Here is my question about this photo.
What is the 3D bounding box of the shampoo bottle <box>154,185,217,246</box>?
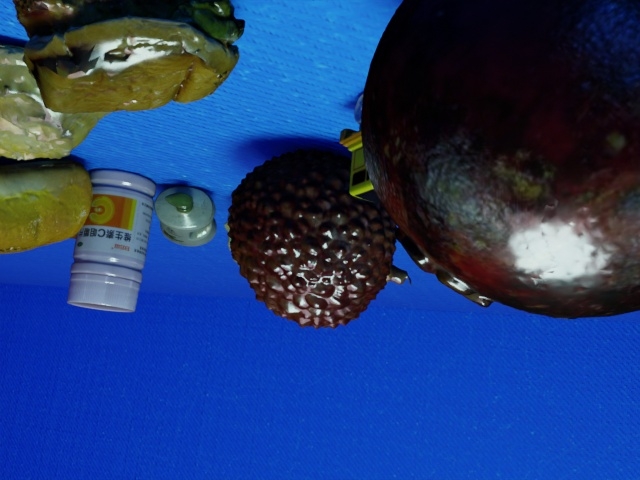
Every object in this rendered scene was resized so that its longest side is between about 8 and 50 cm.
[{"bbox_3d":[-0.265,-0.051,1.406,0.118,0.087,0.234,7,168,-6],"label":"shampoo bottle"}]

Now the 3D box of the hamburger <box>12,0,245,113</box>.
[{"bbox_3d":[-0.182,-0.178,0.672,0.206,0.129,0.183,8,171,-22],"label":"hamburger"}]

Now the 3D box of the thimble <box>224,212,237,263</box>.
[{"bbox_3d":[-0.094,-0.009,1.403,0.144,0.137,0.190,1,156,20],"label":"thimble"}]

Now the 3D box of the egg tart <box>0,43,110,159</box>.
[{"bbox_3d":[-0.383,-0.164,0.899,0.252,0.098,0.232,3,166,-9],"label":"egg tart"}]

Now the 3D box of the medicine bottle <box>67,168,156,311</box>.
[{"bbox_3d":[-0.389,0.003,1.332,0.133,0.249,0.133,7,169,1],"label":"medicine bottle"}]

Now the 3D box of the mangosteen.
[{"bbox_3d":[0.199,-0.112,0.542,0.306,0.359,0.306,35,-174,-4],"label":"mangosteen"}]

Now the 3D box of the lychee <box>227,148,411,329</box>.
[{"bbox_3d":[0.000,0.000,1.075,0.300,0.264,0.264,28,164,-10],"label":"lychee"}]

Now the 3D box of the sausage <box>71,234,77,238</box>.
[{"bbox_3d":[-0.495,-0.048,1.510,0.271,0.108,0.109,7,168,-3],"label":"sausage"}]

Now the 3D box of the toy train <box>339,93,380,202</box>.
[{"bbox_3d":[0.098,-0.114,0.822,0.089,0.127,0.219,11,168,-25],"label":"toy train"}]

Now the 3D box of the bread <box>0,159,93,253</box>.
[{"bbox_3d":[-0.598,-0.051,1.216,0.328,0.148,0.337,-1,-173,29],"label":"bread"}]
